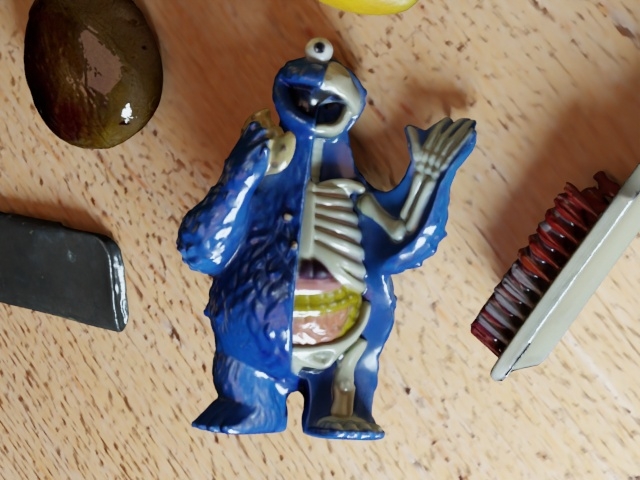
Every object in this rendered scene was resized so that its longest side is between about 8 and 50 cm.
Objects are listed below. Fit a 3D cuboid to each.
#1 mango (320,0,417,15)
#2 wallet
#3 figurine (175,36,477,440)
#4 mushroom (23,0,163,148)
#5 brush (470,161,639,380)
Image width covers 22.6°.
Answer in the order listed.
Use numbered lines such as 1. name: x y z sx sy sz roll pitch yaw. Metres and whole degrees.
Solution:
1. mango: -0.021 -0.211 0.940 0.112 0.145 0.219 -44 79 1
2. wallet: -0.215 0.021 1.237 0.156 0.018 0.082 10 113 32
3. figurine: -0.008 0.005 1.036 0.164 0.121 0.262 17 95 1
4. mushroom: -0.167 -0.124 1.131 0.123 0.052 0.123 10 110 28
5. brush: 0.181 -0.043 0.919 0.050 0.060 0.321 49 128 23
